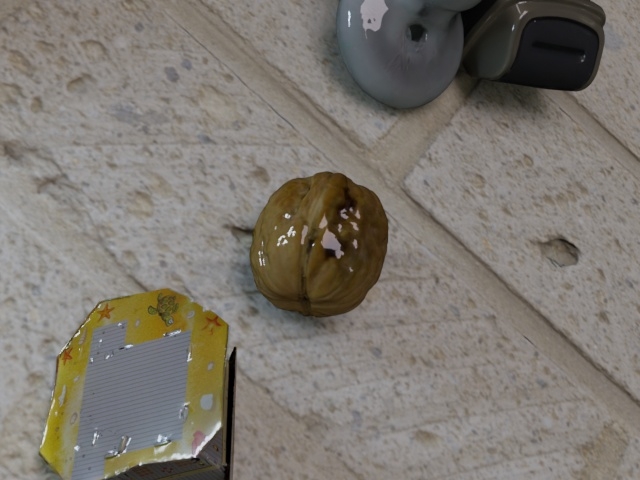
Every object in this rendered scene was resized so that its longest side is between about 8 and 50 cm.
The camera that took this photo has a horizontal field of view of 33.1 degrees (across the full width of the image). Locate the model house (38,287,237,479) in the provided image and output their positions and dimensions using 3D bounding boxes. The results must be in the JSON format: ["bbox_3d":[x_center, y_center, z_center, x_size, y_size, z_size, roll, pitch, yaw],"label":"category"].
[{"bbox_3d":[-0.151,0.167,1.084,0.136,0.208,0.219,53,25,-44],"label":"model house"}]

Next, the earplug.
[{"bbox_3d":[0.147,-0.339,1.465,0.214,0.325,0.175,11,22,-35],"label":"earplug"}]

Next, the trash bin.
[{"bbox_3d":[0.292,-0.355,1.621,0.210,0.182,0.290,2,56,-30],"label":"trash bin"}]

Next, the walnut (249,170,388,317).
[{"bbox_3d":[0.000,0.000,1.249,0.155,0.155,0.184,28,57,-15],"label":"walnut"}]
